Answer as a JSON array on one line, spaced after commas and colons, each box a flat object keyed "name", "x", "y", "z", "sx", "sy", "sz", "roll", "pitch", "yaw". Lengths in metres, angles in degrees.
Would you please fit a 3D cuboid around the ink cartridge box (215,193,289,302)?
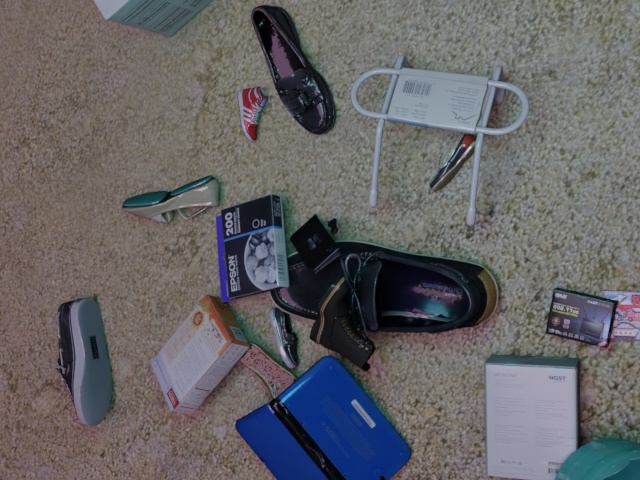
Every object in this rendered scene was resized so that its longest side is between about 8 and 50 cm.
[{"name": "ink cartridge box", "x": -0.164, "y": 0.020, "z": 1.937, "sx": 0.208, "sy": 0.045, "sz": 0.206, "roll": -16, "pitch": 74, "yaw": 37}]

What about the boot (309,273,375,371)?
[{"name": "boot", "x": 0.063, "y": 0.164, "z": 1.753, "sx": 0.137, "sy": 0.077, "sz": 0.198, "roll": 33, "pitch": 144, "yaw": 16}]

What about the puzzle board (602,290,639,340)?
[{"name": "puzzle board", "x": 0.613, "y": 0.146, "z": 1.712, "sx": 0.128, "sy": 0.011, "sz": 0.096, "roll": 0, "pitch": 95, "yaw": 22}]

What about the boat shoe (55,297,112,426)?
[{"name": "boat shoe", "x": -0.588, "y": 0.297, "z": 2.142, "sx": 0.105, "sy": 0.113, "sz": 0.306, "roll": -10, "pitch": 88, "yaw": 28}]

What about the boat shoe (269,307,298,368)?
[{"name": "boat shoe", "x": -0.074, "y": 0.214, "z": 1.967, "sx": 0.040, "sy": 0.049, "sz": 0.142, "roll": -21, "pitch": 85, "yaw": 21}]

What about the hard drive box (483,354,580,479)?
[{"name": "hard drive box", "x": 0.423, "y": 0.352, "z": 1.763, "sx": 0.181, "sy": 0.089, "sz": 0.232, "roll": 1, "pitch": 95, "yaw": 21}]

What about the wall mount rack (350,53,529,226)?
[{"name": "wall mount rack", "x": 0.224, "y": -0.206, "z": 1.732, "sx": 0.350, "sy": 0.130, "sz": 0.304, "roll": 12, "pitch": 74, "yaw": 20}]

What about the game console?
[{"name": "game console", "x": 0.003, "y": 0.434, "z": 1.931, "sx": 0.250, "sy": 0.173, "sz": 0.293, "roll": -40, "pitch": 93, "yaw": -15}]

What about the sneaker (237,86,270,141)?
[{"name": "sneaker", "x": -0.142, "y": -0.281, "z": 1.952, "sx": 0.067, "sy": 0.042, "sz": 0.118, "roll": -11, "pitch": 88, "yaw": 25}]

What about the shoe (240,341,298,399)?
[{"name": "shoe", "x": -0.096, "y": 0.311, "z": 1.986, "sx": 0.076, "sy": 0.058, "sz": 0.219, "roll": -43, "pitch": 83, "yaw": -1}]

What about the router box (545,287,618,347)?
[{"name": "router box", "x": 0.510, "y": 0.150, "z": 1.731, "sx": 0.122, "sy": 0.038, "sz": 0.092, "roll": 12, "pitch": 99, "yaw": 27}]

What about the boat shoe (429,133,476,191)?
[{"name": "boat shoe", "x": 0.265, "y": -0.161, "z": 1.801, "sx": 0.043, "sy": 0.049, "sz": 0.137, "roll": 43, "pitch": 105, "yaw": 18}]

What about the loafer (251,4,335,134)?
[{"name": "loafer", "x": -0.070, "y": -0.363, "z": 1.888, "sx": 0.109, "sy": 0.095, "sz": 0.302, "roll": -27, "pitch": 85, "yaw": 21}]

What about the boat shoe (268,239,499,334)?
[{"name": "boat shoe", "x": 0.110, "y": 0.101, "z": 1.830, "sx": 0.500, "sy": 0.156, "sz": 0.186, "roll": 4, "pitch": 98, "yaw": 22}]

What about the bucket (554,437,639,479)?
[{"name": "bucket", "x": 0.570, "y": 0.500, "z": 1.618, "sx": 0.281, "sy": 0.183, "sz": 0.281, "roll": 0, "pitch": 91, "yaw": -10}]

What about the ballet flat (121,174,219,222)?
[{"name": "ballet flat", "x": -0.340, "y": -0.080, "z": 2.033, "sx": 0.248, "sy": 0.086, "sz": 0.086, "roll": -13, "pitch": 90, "yaw": 21}]

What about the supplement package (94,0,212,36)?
[{"name": "supplement package", "x": -0.366, "y": -0.590, "z": 1.893, "sx": 0.198, "sy": 0.263, "sz": 0.199, "roll": -34, "pitch": 82, "yaw": 20}]

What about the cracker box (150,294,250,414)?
[{"name": "cracker box", "x": -0.276, "y": 0.260, "z": 2.007, "sx": 0.232, "sy": 0.067, "sz": 0.155, "roll": -49, "pitch": 48, "yaw": 18}]

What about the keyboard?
[{"name": "keyboard", "x": 0.000, "y": 0.000, "z": 1.864, "sx": 0.108, "sy": 0.180, "sz": 0.023, "roll": -42, "pitch": 120, "yaw": 5}]
